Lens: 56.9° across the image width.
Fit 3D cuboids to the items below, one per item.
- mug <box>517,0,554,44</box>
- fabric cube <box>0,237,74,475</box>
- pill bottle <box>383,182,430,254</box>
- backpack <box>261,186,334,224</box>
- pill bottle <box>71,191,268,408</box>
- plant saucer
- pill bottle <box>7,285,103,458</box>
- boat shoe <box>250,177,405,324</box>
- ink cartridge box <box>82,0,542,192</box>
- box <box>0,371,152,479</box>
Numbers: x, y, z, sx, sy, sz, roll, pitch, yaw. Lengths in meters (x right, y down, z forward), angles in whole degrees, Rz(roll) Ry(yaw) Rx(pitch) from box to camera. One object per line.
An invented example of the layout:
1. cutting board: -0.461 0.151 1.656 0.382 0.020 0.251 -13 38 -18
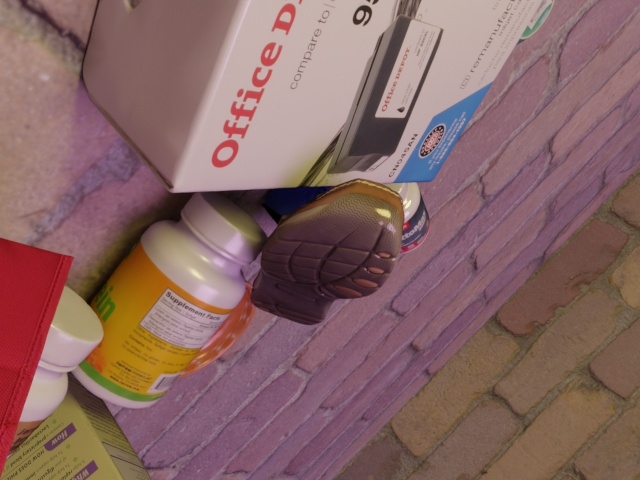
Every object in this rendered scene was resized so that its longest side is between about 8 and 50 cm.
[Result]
1. mug: 0.251 -0.334 0.781 0.129 0.097 0.158 -35 150 -19
2. fabric cube: -0.334 0.134 0.350 0.258 0.259 0.254 21 117 -22
3. pill bottle: 0.112 -0.056 0.952 0.108 0.108 0.180 -44 151 -2
4. backpack: -0.003 -0.036 0.835 0.101 0.098 0.120 -46 151 -6
5. pill bottle: -0.175 0.063 0.694 0.246 0.136 0.136 -50 151 9
6. plant saucer: -0.183 0.124 0.868 0.200 0.037 0.200 -32 149 -22
7. pill bottle: -0.336 0.148 0.595 0.229 0.131 0.131 -46 152 1
8. boat shoe: 0.000 0.000 0.645 0.324 0.123 0.117 -41 -154 63
9. ink cartridge box: 0.020 -0.208 0.567 0.394 0.166 0.286 -9 135 -48
10. box: -0.330 0.306 0.695 0.213 0.243 0.117 -39 151 -13
